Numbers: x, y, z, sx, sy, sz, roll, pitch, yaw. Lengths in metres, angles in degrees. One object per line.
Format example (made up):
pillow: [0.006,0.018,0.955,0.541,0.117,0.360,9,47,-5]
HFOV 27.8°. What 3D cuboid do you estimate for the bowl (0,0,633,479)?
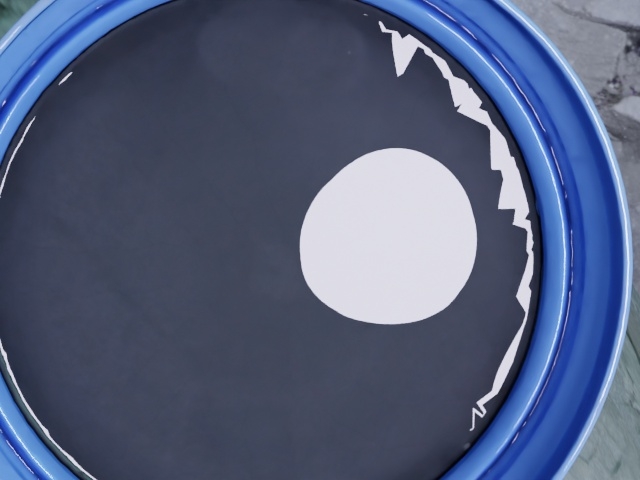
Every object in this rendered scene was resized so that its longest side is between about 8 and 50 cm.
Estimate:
bowl: [-0.025,0.021,0.722,0.391,0.391,0.077,63,-5,-9]

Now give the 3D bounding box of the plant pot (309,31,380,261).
plant pot: [0.000,0.000,0.896,0.293,0.293,0.235,-1,84,-65]
